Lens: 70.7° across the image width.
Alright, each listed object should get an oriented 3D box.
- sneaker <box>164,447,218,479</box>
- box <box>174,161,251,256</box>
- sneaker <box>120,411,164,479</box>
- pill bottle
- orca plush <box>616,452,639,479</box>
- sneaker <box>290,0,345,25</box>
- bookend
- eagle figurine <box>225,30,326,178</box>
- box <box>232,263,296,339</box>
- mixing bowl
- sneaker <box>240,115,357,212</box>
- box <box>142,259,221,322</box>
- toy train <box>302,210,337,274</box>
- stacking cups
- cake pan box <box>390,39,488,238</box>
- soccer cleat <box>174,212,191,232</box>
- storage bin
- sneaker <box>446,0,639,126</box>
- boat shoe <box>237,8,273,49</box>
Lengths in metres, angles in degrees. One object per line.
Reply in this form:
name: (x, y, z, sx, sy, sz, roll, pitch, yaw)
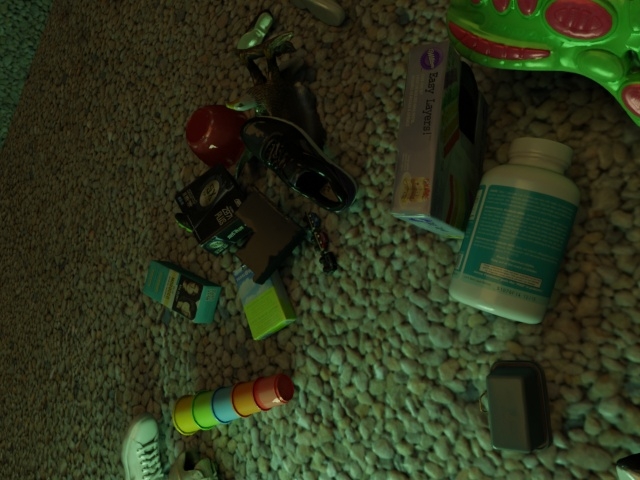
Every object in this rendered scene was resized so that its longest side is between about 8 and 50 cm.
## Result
sneaker: (-0.267, 0.581, 1.039, 0.262, 0.099, 0.121, 18, 89, 35)
box: (-0.256, -0.078, 1.120, 0.147, 0.077, 0.180, -36, 61, 2)
sneaker: (-0.437, 0.592, 1.161, 0.122, 0.105, 0.291, 7, 96, 29)
pill bottle: (0.304, -0.017, 0.697, 0.146, 0.146, 0.265, 18, 93, 36)
orca plush: (0.492, 0.373, 0.530, 0.102, 0.151, 0.287, -31, 58, -7)
sneaker: (-0.001, -0.582, 1.056, 0.094, 0.080, 0.212, -47, 57, 6)
bookend: (-0.140, -0.012, 1.000, 0.156, 0.072, 0.157, 40, 87, 11)
eagle figurine: (-0.120, -0.300, 1.051, 0.226, 0.224, 0.299, -125, 22, -71)
box: (-0.134, 0.127, 1.049, 0.109, 0.042, 0.178, -35, 64, 25)
mixing bowl: (-0.289, -0.285, 1.194, 0.181, 0.098, 0.182, -6, 79, 34)
sneaker: (-0.050, -0.161, 0.911, 0.283, 0.124, 0.107, 35, 109, 3)
box: (-0.375, 0.133, 1.208, 0.244, 0.060, 0.101, 17, 93, 36)
toy train: (0.000, 0.000, 0.984, 0.036, 0.027, 0.159, -33, 65, 23)
stacking cups: (-0.199, 0.364, 1.035, 0.316, 0.096, 0.096, -26, 68, 25)
cake pan box: (0.203, -0.147, 0.731, 0.070, 0.245, 0.267, 4, 83, 32)
soccer cleat: (-0.318, -0.043, 1.204, 0.178, 0.060, 0.073, 29, 89, 29)
storage bin: (0.291, 0.257, 0.696, 0.098, 0.091, 0.135, -9, 77, 34)
sneaker: (0.423, -0.291, 0.624, 0.482, 0.202, 0.185, 32, 145, 17)
boat shoe: (-0.171, -0.547, 1.188, 0.133, 0.048, 0.042, -41, 33, 31)
